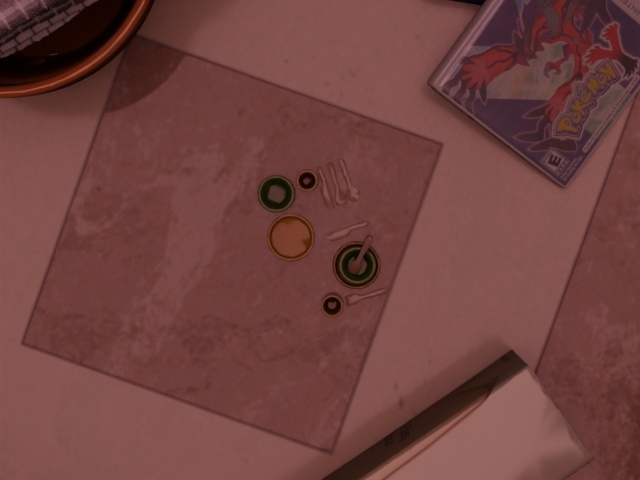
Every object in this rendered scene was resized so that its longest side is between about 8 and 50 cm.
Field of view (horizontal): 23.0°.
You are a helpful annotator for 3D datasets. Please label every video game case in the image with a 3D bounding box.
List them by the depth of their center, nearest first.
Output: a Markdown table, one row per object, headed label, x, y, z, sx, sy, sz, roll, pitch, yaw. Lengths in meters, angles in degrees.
| label | x | y | z | sx | sy | sz | roll | pitch | yaw |
| --- | --- | --- | --- | --- | --- | --- | --- | --- | --- |
| video game case | 0.232 | -0.181 | 1.539 | 0.183 | 0.023 | 0.201 | 35 | 93 | -20 |

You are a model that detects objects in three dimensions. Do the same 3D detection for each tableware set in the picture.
| label | x | y | z | sx | sy | sz | roll | pitch | yaw |
| --- | --- | --- | --- | --- | --- | --- | --- | --- | --- |
| tableware set | 0.000 | 0.000 | 1.577 | 0.104 | 0.024 | 0.154 | -18 | 92 | 2 |

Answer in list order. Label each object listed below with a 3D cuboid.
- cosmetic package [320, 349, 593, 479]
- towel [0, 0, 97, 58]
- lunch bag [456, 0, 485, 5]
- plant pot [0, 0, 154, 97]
| label | x | y | z | sx | sy | sz | roll | pitch | yaw |
| --- | --- | --- | --- | --- | --- | --- | --- | --- | --- |
| cosmetic package | 0.097 | 0.242 | 1.517 | 0.309 | 0.160 | 0.113 | -35 | 90 | 1 |
| towel | -0.271 | -0.293 | 1.322 | 0.284 | 0.121 | 0.235 | -33 | 92 | 2 |
| lunch bag | 0.139 | -0.271 | 1.545 | 0.098 | 0.065 | 0.067 | 8 | 92 | 0 |
| plant pot | -0.283 | -0.273 | 1.484 | 0.291 | 0.203 | 0.290 | 0 | 92 | 0 |
